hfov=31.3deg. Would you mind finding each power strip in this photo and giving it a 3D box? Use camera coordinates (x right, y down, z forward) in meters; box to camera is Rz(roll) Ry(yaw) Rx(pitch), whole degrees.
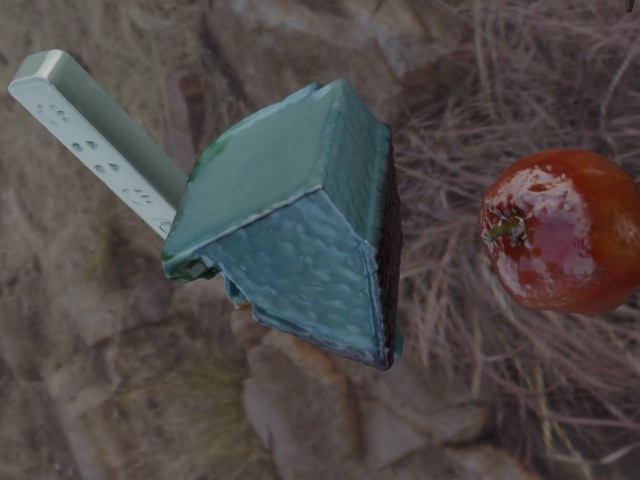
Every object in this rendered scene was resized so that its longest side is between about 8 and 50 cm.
[{"bbox_3d":[-0.255,-0.102,1.533,0.091,0.062,0.385,-3,141,41],"label":"power strip"}]

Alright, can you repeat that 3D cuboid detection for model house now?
[{"bbox_3d":[0.000,0.000,1.287,0.230,0.280,0.248,-24,119,25],"label":"model house"}]

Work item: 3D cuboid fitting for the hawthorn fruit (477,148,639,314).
[{"bbox_3d":[0.277,-0.010,1.328,0.205,0.253,0.205,-1,88,40],"label":"hawthorn fruit"}]

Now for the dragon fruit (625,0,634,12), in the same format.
[{"bbox_3d":[0.419,-0.359,1.182,0.302,0.237,0.231,48,155,22],"label":"dragon fruit"}]
